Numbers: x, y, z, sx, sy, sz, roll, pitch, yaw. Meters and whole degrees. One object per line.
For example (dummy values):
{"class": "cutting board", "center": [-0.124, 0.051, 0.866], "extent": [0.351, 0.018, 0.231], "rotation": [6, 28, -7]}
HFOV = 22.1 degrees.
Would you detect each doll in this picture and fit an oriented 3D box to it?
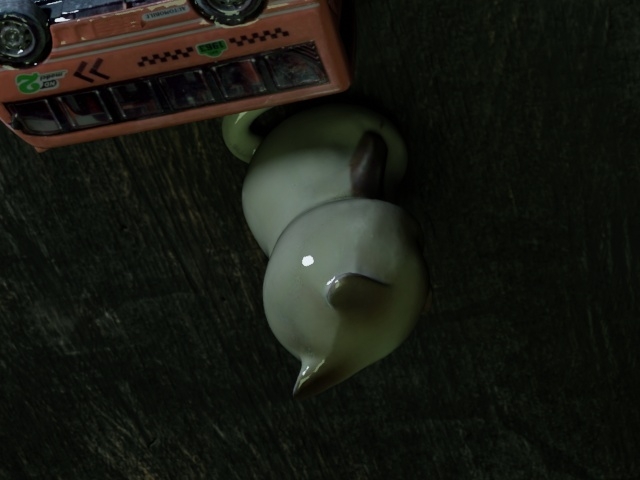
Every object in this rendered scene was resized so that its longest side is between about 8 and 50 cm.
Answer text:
{"class": "doll", "center": [0.021, -0.008, 1.927], "extent": [0.226, 0.370, 0.215], "rotation": [6, 131, -26]}

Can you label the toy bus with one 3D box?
{"class": "toy bus", "center": [-0.180, -0.247, 1.823], "extent": [0.427, 0.203, 0.233], "rotation": [-10, 133, 12]}
